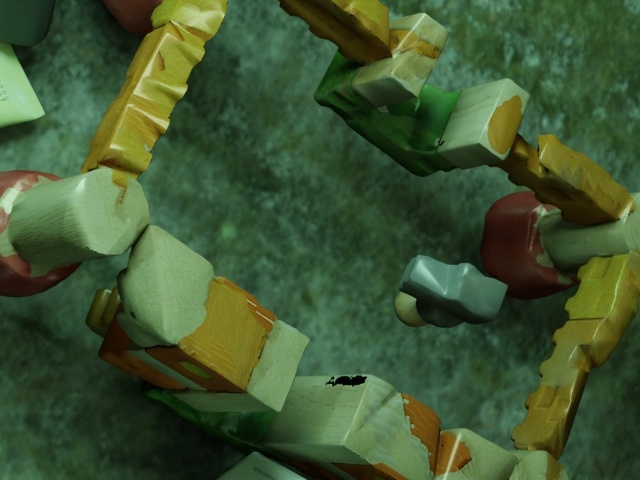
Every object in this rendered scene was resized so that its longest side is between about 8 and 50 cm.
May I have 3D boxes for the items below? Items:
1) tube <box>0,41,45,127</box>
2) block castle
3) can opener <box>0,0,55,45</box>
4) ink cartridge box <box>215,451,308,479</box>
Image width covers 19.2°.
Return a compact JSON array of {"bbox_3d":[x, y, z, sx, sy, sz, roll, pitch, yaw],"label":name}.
[{"bbox_3d":[-0.306,-0.082,1.264,0.240,0.062,0.070,-26,134,-28],"label":"tube"},{"bbox_3d":[0.000,0.000,1.322,0.453,0.213,0.303,34,69,-25],"label":"block castle"},{"bbox_3d":[-0.152,-0.229,1.213,0.095,0.283,0.076,10,55,-11],"label":"can opener"},{"bbox_3d":[-0.083,0.312,1.250,0.283,0.117,0.207,-36,123,-24],"label":"ink cartridge box"}]
